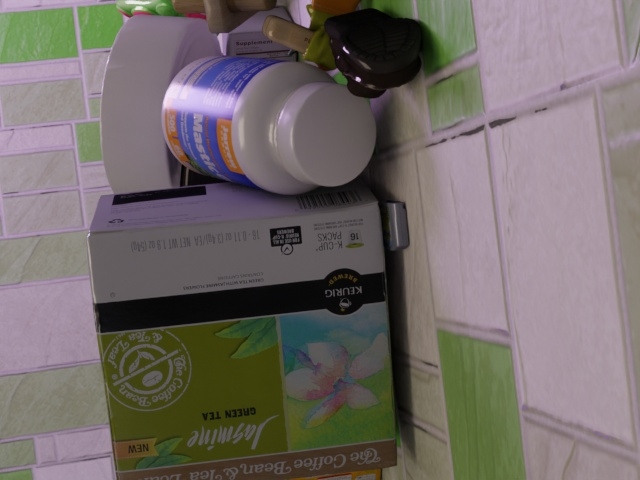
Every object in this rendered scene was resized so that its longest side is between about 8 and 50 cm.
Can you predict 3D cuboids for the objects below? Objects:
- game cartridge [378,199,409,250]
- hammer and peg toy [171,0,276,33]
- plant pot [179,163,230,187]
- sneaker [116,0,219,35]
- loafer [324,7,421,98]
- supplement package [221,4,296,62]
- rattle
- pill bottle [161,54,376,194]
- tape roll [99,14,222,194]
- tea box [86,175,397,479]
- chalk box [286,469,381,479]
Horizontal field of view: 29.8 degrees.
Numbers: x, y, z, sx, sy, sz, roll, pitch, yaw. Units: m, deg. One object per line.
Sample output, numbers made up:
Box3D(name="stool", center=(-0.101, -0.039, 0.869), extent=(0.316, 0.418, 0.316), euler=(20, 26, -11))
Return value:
Box3D(name="game cartridge", center=(0.080, -0.017, 1.335), extent=(0.083, 0.017, 0.056), euler=(-162, 62, -79))
Box3D(name="hammer and peg toy", center=(-0.073, -0.418, 1.474), extent=(0.361, 0.127, 0.266), euler=(-52, -41, -58))
Box3D(name="plant pot", center=(-0.101, -0.118, 1.624), extent=(0.188, 0.187, 0.167), euler=(148, 141, -78))
Box3D(name="sneaker", center=(-0.211, -0.460, 2.003), extent=(0.483, 0.185, 0.202), euler=(-9, 61, 68))
Box3D(name="loafer", center=(0.059, -0.181, 1.206), extent=(0.220, 0.080, 0.078), euler=(-110, 6, -69))
Box3D(name="supplement package", center=(-0.096, -0.263, 1.875), extent=(0.105, 0.105, 0.179), euler=(-110, 17, -57))
Box3D(name="rattle", center=(0.009, -0.270, 1.411), extent=(0.200, 0.130, 0.142), euler=(-27, -57, -74))
Box3D(name="pill bottle", center=(-0.060, -0.134, 1.392), extent=(0.272, 0.152, 0.152), euler=(17, 115, 55))
Box3D(name="tape roll", center=(-0.224, -0.185, 1.759), extent=(0.286, 0.100, 0.286), euler=(5, -90, -79))
Box3D(name="tea box", center=(-0.092, 0.103, 1.436), extent=(0.220, 0.329, 0.323), euler=(-114, 17, -74))
Box3D(name="chalk box", center=(-0.005, 0.266, 1.662), extent=(0.213, 0.132, 0.132), euler=(-112, 18, -52))
